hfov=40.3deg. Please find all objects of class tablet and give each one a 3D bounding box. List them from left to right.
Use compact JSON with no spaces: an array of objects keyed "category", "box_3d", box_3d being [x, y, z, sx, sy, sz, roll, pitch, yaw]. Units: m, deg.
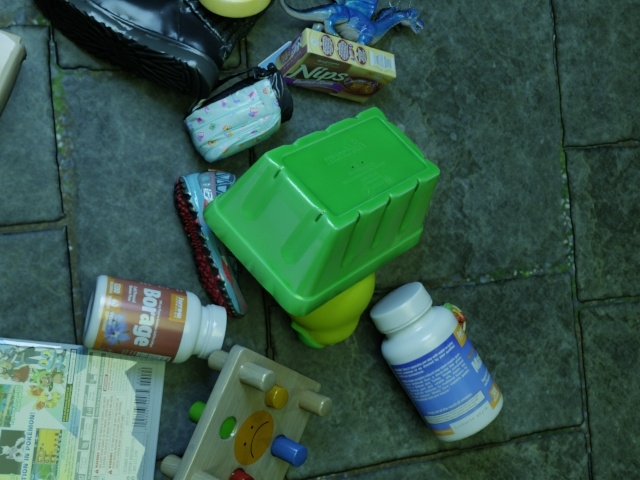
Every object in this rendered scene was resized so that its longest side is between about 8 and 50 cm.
[{"category":"tablet","box_3d":[-0.069,-0.317,1.583,0.083,0.006,0.054,-41,102,-18]}]

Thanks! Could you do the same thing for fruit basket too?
[{"category":"fruit basket","box_3d":[0.000,0.000,1.483,0.392,0.392,0.283,-38,75,-18]}]

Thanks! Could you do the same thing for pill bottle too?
[{"category":"pill bottle","box_3d":[-0.270,0.134,1.428,0.216,0.121,0.121,12,84,-18]},{"category":"pill bottle","box_3d":[0.206,0.217,1.597,0.152,0.152,0.272,-35,101,-18]}]

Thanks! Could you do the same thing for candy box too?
[{"category":"candy box","box_3d":[0.028,-0.307,1.545,0.186,0.109,0.053,8,68,-32]}]

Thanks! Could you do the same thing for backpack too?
[{"category":"backpack","box_3d":[-0.139,-0.211,1.482,0.182,0.152,0.115,-27,86,-7]}]

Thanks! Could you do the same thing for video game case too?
[{"category":"video game case","box_3d":[-0.411,0.331,1.392,0.299,0.036,0.329,9,78,-23]}]

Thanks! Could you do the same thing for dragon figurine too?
[{"category":"dragon figurine","box_3d":[0.051,-0.417,1.588,0.289,0.085,0.144,22,79,-24]}]

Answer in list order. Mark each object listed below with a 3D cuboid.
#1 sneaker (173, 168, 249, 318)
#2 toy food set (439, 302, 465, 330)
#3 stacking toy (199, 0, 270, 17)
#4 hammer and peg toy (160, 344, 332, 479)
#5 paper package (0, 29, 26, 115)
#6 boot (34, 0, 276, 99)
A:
[{"category":"sneaker","box_3d":[-0.153,0.002,1.491,0.125,0.104,0.262,-20,97,-24]},{"category":"toy food set","box_3d":[0.245,0.164,1.684,0.082,0.020,0.083,33,78,-17]},{"category":"stacking toy","box_3d":[-0.168,-0.524,1.374,0.308,0.130,0.279,30,58,11]},{"category":"hammer and peg toy","box_3d":[-0.135,0.372,1.433,0.266,0.127,0.361,35,75,-52]},{"category":"paper package","box_3d":[-0.639,-0.202,1.274,0.309,0.168,0.325,23,81,-18]},{"category":"boot","box_3d":[-0.266,-0.407,1.438,0.347,0.131,0.260,27,68,-3]}]
